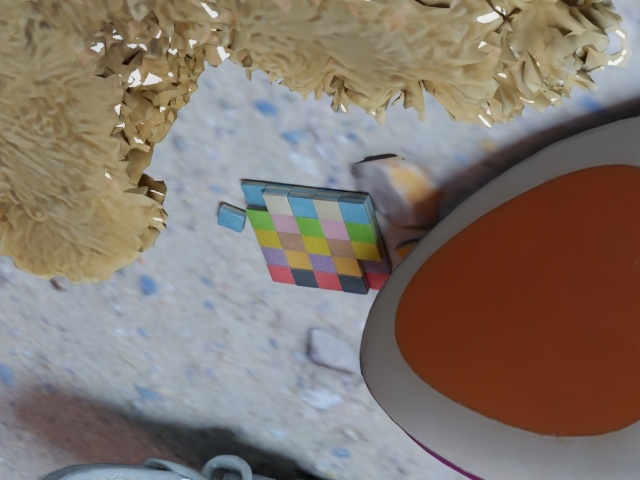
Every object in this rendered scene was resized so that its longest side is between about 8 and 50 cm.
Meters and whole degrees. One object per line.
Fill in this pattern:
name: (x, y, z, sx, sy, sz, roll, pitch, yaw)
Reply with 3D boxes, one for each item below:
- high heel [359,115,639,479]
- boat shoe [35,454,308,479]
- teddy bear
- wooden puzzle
high heel: (0.188, 0.049, 0.445, 0.181, 0.127, 0.377, 29, 161, -39)
boat shoe: (0.021, 0.159, 0.674, 0.320, 0.118, 0.103, 21, 138, 1)
teddy bear: (-0.024, -0.133, 0.366, 0.245, 0.113, 0.338, 19, 136, 0)
wooden puzzle: (0.000, 0.000, 0.576, 0.083, 0.006, 0.049, 7, 139, 25)
